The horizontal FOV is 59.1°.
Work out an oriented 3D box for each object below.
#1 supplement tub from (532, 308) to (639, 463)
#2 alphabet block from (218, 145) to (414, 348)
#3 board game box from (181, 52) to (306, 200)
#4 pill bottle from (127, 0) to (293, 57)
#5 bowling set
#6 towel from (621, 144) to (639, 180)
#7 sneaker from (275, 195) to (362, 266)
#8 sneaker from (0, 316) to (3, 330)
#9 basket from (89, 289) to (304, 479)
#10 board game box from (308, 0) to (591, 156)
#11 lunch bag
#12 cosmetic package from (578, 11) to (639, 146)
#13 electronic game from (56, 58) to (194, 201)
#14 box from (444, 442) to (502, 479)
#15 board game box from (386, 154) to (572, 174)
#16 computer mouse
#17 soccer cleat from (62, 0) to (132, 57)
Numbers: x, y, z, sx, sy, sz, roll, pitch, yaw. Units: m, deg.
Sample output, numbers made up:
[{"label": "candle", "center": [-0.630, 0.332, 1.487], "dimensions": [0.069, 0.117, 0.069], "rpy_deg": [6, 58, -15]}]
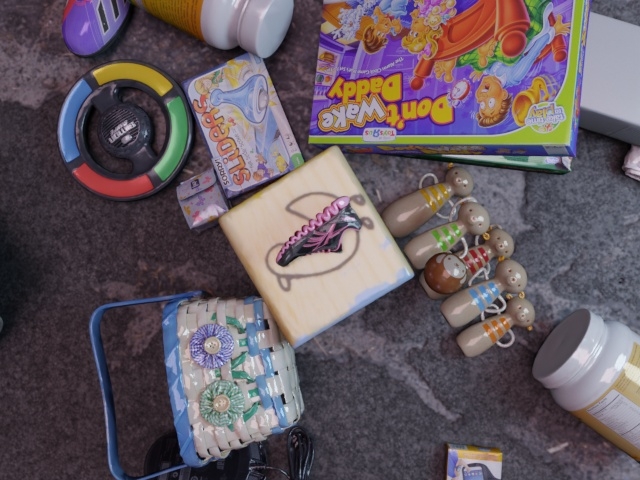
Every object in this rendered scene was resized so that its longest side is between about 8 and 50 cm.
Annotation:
[{"label": "supplement tub", "center": [0.415, 0.201, 0.779], "dimensions": [0.199, 0.144, 0.144], "rpy_deg": [36, 93, 6]}, {"label": "alphabet block", "center": [0.001, 0.009, 0.801], "dimensions": [0.192, 0.193, 0.197], "rpy_deg": [-32, 86, 3]}, {"label": "board game box", "center": [-0.120, -0.182, 0.894], "dimensions": [0.136, 0.035, 0.201], "rpy_deg": [-23, 87, 5]}, {"label": "pill bottle", "center": [-0.169, -0.372, 0.842], "dimensions": [0.245, 0.136, 0.137], "rpy_deg": [30, 92, 10]}, {"label": "bowling set", "center": [0.216, 0.033, 0.782], "dimensions": [0.154, 0.200, 0.287], "rpy_deg": [-32, 90, 3]}, {"label": "towel", "center": [0.649, -0.190, 0.808], "dimensions": [0.316, 0.053, 0.332], "rpy_deg": [24, 92, 5]}, {"label": "sneaker", "center": [0.000, 0.000, 0.686], "dimensions": [0.119, 0.047, 0.057], "rpy_deg": [-39, 97, 5]}, {"label": "sneaker", "center": [-0.627, 0.159, 0.920], "dimensions": [0.163, 0.086, 0.226], "rpy_deg": [39, 101, 14]}, {"label": "basket", "center": [-0.182, 0.190, 0.809], "dimensions": [0.288, 0.201, 0.255], "rpy_deg": [-15, 82, 10]}, {"label": "board game box", "center": [0.162, -0.235, 0.752], "dimensions": [0.346, 0.078, 0.234], "rpy_deg": [5, 89, 29]}, {"label": "lunch bag", "center": [-0.185, -0.065, 0.891], "dimensions": [0.071, 0.053, 0.083], "rpy_deg": [-23, 78, 4]}, {"label": "cosmetic package", "center": [0.407, -0.211, 0.761], "dimensions": [0.237, 0.107, 0.127], "rpy_deg": [18, 93, 5]}, {"label": "electronic game", "center": [-0.315, -0.177, 0.908], "dimensions": [0.229, 0.048, 0.230], "rpy_deg": [0, 89, 5]}, {"label": "box", "center": [0.229, 0.382, 0.854], "dimensions": [0.081, 0.028, 0.136], "rpy_deg": [3, 88, 6]}, {"label": "board game box", "center": [0.225, -0.224, 0.854], "dimensions": [0.316, 0.046, 0.214], "rpy_deg": [8, 89, 6]}, {"label": "computer mouse", "center": [-0.137, 0.383, 0.850], "dimensions": [0.261, 0.060, 0.184], "rpy_deg": [-2, 54, 0]}, {"label": "soccer cleat", "center": [-0.337, -0.446, 0.879], "dimensions": [0.108, 0.116, 0.319], "rpy_deg": [25, 91, 6]}]
